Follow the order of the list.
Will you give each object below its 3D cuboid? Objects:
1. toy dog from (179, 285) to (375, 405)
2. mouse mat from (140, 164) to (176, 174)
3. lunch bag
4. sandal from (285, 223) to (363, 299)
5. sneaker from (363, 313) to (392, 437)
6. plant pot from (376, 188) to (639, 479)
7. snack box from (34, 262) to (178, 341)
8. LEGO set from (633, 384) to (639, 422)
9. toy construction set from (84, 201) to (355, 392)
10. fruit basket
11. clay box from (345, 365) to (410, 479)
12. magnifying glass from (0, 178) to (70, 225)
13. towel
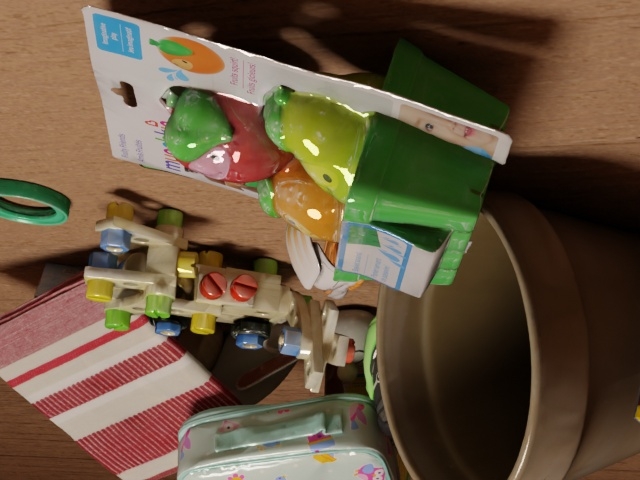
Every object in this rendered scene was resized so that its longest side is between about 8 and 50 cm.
[{"bbox_3d":[-0.069,0.180,2.174,0.220,0.161,0.333,15,160,-20],"label":"toy dog"},{"bbox_3d":[-0.082,-0.080,1.660,0.189,0.007,0.152,11,161,-11],"label":"mouse mat"},{"bbox_3d":[-0.033,0.289,2.083,0.279,0.108,0.224,-10,135,8],"label":"lunch bag"},{"bbox_3d":[0.000,0.011,1.734,0.076,0.102,0.265,1,164,-7],"label":"sandal"},{"bbox_3d":[0.287,0.184,1.970,0.482,0.202,0.185,2,161,19],"label":"sneaker"},{"bbox_3d":[0.249,0.105,1.664,0.280,0.323,0.323,-1,166,-23],"label":"plant pot"},{"bbox_3d":[-0.272,0.133,2.138,0.174,0.070,0.207,8,131,3],"label":"snack box"},{"bbox_3d":[0.432,0.086,1.508,0.192,0.331,0.255,-15,130,45],"label":"LEGO set"},{"bbox_3d":[-0.115,0.061,1.897,0.327,0.151,0.215,23,158,-9],"label":"toy construction set"},{"bbox_3d":[-0.027,-0.071,1.427,0.353,0.165,0.327,12,161,1],"label":"fruit basket"},{"bbox_3d":[0.065,0.256,2.246,0.127,0.222,0.053,-5,157,35],"label":"clay box"},{"bbox_3d":[-0.390,-0.055,1.836,0.231,0.026,0.092,15,160,-17],"label":"magnifying glass"},{"bbox_3d":[-0.257,0.178,2.104,0.237,0.037,0.329,-25,124,29],"label":"towel"}]
